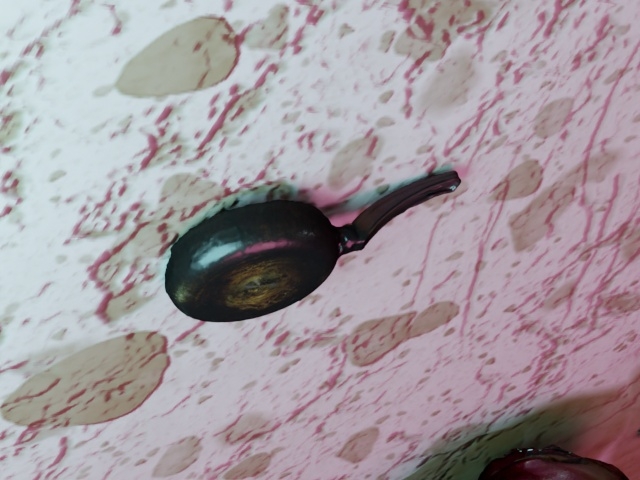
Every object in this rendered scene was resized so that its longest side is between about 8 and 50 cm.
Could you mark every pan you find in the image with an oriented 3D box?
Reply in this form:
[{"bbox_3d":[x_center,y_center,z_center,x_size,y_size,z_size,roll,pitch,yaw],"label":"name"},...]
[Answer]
[{"bbox_3d":[0.002,0.002,1.167,0.212,0.040,0.115,-18,154,-19],"label":"pan"}]

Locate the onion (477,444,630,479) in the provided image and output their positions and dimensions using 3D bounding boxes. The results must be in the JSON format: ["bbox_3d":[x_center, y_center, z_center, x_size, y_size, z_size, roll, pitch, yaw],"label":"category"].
[{"bbox_3d":[0.168,0.326,1.630,0.314,0.232,0.314,21,90,-81],"label":"onion"}]
